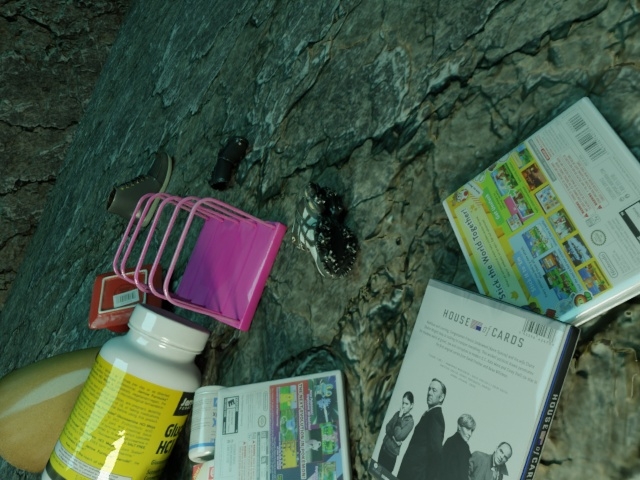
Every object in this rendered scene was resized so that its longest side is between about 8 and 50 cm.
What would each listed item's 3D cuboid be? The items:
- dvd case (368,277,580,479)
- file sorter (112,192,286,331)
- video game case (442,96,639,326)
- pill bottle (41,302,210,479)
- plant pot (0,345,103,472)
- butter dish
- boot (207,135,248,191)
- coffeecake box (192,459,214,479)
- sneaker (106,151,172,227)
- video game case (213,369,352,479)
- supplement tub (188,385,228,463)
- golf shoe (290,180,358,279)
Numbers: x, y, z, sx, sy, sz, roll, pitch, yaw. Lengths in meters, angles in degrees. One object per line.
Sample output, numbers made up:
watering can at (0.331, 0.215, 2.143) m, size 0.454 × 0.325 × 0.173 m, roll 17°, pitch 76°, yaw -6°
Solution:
dvd case at (0.149, 0.175, 0.574) m, size 0.179 × 0.029 × 0.239 m, roll 19°, pitch 91°, yaw 54°
file sorter at (-0.245, 0.023, 1.038) m, size 0.290 × 0.182 × 0.202 m, roll 8°, pitch 76°, yaw 52°
video game case at (0.251, -0.018, 0.596) m, size 0.206 × 0.026 × 0.227 m, roll -39°, pitch 44°, yaw 29°
pill bottle at (-0.327, 0.290, 0.965) m, size 0.188 × 0.188 × 0.334 m, roll 14°, pitch 78°, yaw 53°
plant pot at (-0.532, 0.333, 1.183) m, size 0.254 × 0.237 × 0.237 m, roll -32°, pitch 45°, yaw 17°
butter dish at (-0.424, 0.149, 1.243) m, size 0.160 × 0.118 × 0.160 m, roll -11°, pitch 46°, yaw -3°
boot at (-0.207, -0.169, 1.225) m, size 0.121 × 0.045 × 0.099 m, roll -22°, pitch 50°, yaw 51°
coffeecake box at (-0.117, 0.396, 0.749) m, size 0.142 × 0.068 × 0.185 m, roll -32°, pitch 46°, yaw 36°
sneaker at (-0.493, -0.158, 1.500) m, size 0.083 × 0.118 × 0.222 m, roll 1°, pitch 70°, yaw 51°
video game case at (-0.051, 0.279, 0.711) m, size 0.183 × 0.023 × 0.201 m, roll -12°, pitch 54°, yaw 12°
supplement tub at (-0.171, 0.294, 0.875) m, size 0.071 × 0.071 × 0.107 m, roll -31°, pitch 48°, yaw 36°
golf shoe at (0.000, 0.000, 0.859) m, size 0.094 × 0.077 × 0.198 m, roll -52°, pitch 30°, yaw 33°
